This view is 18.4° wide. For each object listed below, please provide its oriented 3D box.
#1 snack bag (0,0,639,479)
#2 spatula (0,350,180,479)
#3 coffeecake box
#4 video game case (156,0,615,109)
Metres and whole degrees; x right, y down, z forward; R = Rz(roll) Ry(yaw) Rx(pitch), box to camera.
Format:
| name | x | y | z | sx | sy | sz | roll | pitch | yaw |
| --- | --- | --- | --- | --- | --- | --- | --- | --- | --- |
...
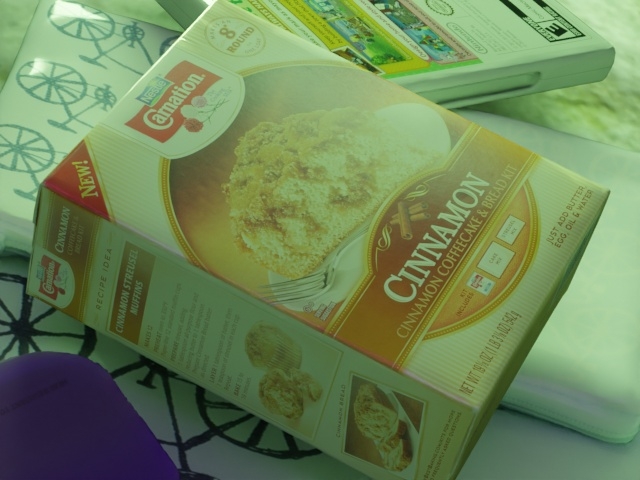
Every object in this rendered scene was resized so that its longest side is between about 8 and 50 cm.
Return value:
| name | x | y | z | sx | sy | sz | roll | pitch | yaw |
| --- | --- | --- | --- | --- | --- | --- | --- | --- | --- |
| snack bag | -0.012 | 0.040 | 0.819 | 0.323 | 0.037 | 0.342 | 17 | 43 | 0 |
| spatula | -0.047 | 0.155 | 0.673 | 0.084 | 0.030 | 0.296 | -27 | 67 | -22 |
| coffeecake box | 0.000 | 0.000 | 0.787 | 0.185 | 0.068 | 0.142 | 27 | 47 | 10 |
| video game case | 0.009 | -0.128 | 0.978 | 0.193 | 0.023 | 0.212 | -13 | 43 | -35 |
